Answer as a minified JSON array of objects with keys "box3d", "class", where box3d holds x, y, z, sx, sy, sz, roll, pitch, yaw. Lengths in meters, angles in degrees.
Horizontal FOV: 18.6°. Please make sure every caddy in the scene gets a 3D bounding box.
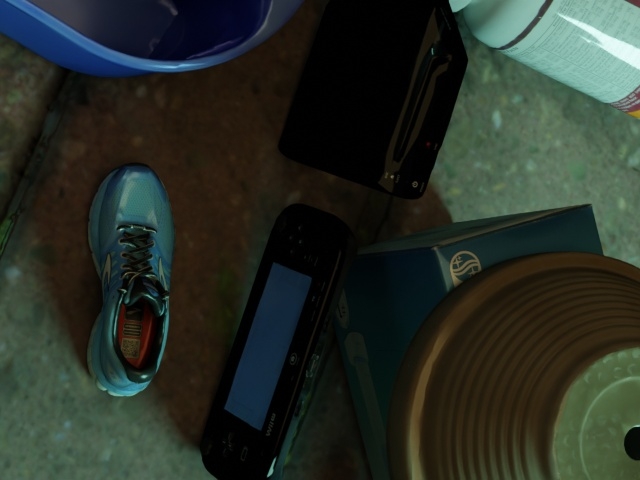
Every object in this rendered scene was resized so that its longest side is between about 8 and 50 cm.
[{"box3d":[-0.157,-0.253,1.290,0.341,0.179,0.241,30,78,-17],"class":"caddy"}]

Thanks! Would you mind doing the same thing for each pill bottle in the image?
[{"box3d":[0.182,-0.183,1.448,0.221,0.121,0.121,24,79,-18],"class":"pill bottle"}]

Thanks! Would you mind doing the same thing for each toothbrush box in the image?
[{"box3d":[0.122,0.136,1.356,0.126,0.216,0.295,-14,91,-21],"class":"toothbrush box"}]

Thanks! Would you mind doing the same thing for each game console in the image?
[{"box3d":[0.000,0.000,1.328,0.044,0.213,0.361,18,92,-20],"class":"game console"}]

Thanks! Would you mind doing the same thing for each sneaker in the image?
[{"box3d":[-0.122,0.026,1.343,0.063,0.073,0.162,1,87,-21],"class":"sneaker"}]

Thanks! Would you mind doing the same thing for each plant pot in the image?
[{"box3d":[0.168,0.123,1.201,0.237,0.110,0.237,1,88,-20],"class":"plant pot"}]
